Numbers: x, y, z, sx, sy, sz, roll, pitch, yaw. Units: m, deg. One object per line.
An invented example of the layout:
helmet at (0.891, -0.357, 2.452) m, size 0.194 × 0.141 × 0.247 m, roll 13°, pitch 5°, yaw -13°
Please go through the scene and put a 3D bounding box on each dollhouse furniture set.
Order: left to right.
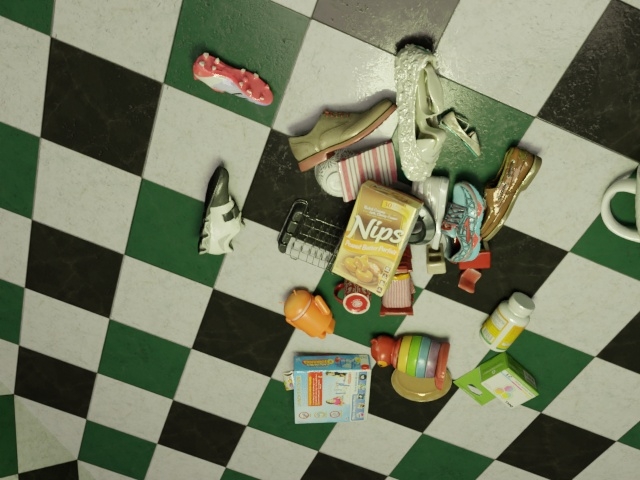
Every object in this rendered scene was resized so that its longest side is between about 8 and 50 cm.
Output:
dollhouse furniture set at (0.381, 0.129, 1.925) m, size 0.373 × 0.152 × 0.202 m, roll -3°, pitch 123°, yaw 10°

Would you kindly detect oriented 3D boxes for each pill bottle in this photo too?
pill bottle at (0.659, 0.284, 2.009) m, size 0.117 × 0.118 × 0.209 m, roll 21°, pitch 124°, yaw -6°

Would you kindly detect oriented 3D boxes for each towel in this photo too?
towel at (0.144, -0.213, 1.758) m, size 0.196 × 0.029 × 0.144 m, roll -22°, pitch 123°, yaw -14°

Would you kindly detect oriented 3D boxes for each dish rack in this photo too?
dish rack at (0.000, 0.000, 1.949) m, size 0.271 × 0.074 × 0.208 m, roll 22°, pitch 125°, yaw -8°

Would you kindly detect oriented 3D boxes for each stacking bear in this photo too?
stacking bear at (0.328, 0.432, 2.135) m, size 0.288 × 0.164 × 0.175 m, roll 10°, pitch 150°, yaw 14°

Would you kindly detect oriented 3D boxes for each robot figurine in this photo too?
robot figurine at (-0.043, 0.268, 2.097) m, size 0.219 × 0.128 × 0.158 m, roll 40°, pitch 163°, yaw -18°

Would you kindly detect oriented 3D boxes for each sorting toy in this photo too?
sorting toy at (-0.124, 0.577, 2.371) m, size 0.083 × 0.045 × 0.075 m, roll -15°, pitch 101°, yaw 17°

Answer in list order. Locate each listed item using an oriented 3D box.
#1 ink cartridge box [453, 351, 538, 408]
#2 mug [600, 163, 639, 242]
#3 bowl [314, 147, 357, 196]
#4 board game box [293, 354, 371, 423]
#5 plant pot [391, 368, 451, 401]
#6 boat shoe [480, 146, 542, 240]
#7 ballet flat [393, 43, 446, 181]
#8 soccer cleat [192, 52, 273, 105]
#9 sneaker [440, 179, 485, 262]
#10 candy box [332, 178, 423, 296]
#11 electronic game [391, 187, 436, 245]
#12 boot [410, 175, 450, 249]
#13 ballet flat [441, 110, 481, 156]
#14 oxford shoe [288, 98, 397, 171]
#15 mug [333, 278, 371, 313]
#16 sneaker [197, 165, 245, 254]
ink cartridge box at (0.675, 0.570, 2.208) m, size 0.188 × 0.097 × 0.255 m, roll 40°, pitch 119°, yaw -17°
mug at (1.015, -0.076, 1.655) m, size 0.373 × 0.276 × 0.328 m, roll 13°, pitch 139°, yaw 37°
bowl at (0.060, -0.199, 1.801) m, size 0.169 × 0.080 × 0.170 m, roll 4°, pitch 123°, yaw 6°
board game box at (0.044, 0.601, 2.299) m, size 0.301 × 0.086 × 0.309 m, roll -1°, pitch 124°, yaw -3°
plant pot at (0.402, 0.550, 2.275) m, size 0.236 × 0.032 × 0.237 m, roll 4°, pitch 123°, yaw 6°
boat shoe at (0.550, -0.146, 1.757) m, size 0.104 × 0.111 × 0.308 m, roll 24°, pitch 114°, yaw -3°
ballet flat at (0.288, -0.341, 1.612) m, size 0.146 × 0.147 × 0.409 m, roll -6°, pitch 119°, yaw 12°
soccer cleat at (-0.258, -0.463, 1.686) m, size 0.247 × 0.083 × 0.095 m, roll 24°, pitch 153°, yaw -14°
sneaker at (0.430, -0.052, 1.760) m, size 0.125 × 0.104 × 0.262 m, roll -13°, pitch 106°, yaw -30°
candy box at (0.172, -0.008, 1.761) m, size 0.182 × 0.087 × 0.317 m, roll 26°, pitch 118°, yaw 15°
electronic game at (0.265, -0.074, 1.819) m, size 0.229 × 0.048 × 0.229 m, roll 29°, pitch 148°, yaw 21°
boot at (0.340, -0.095, 1.835) m, size 0.123 × 0.095 × 0.259 m, roll 10°, pitch 122°, yaw 17°
ballet flat at (0.429, -0.315, 1.686) m, size 0.168 × 0.057 × 0.052 m, roll 39°, pitch 110°, yaw -17°
oxford shoe at (0.059, -0.337, 1.689) m, size 0.348 × 0.123 × 0.130 m, roll -29°, pitch 97°, yaw 15°
mug at (0.123, 0.179, 1.987) m, size 0.113 × 0.169 × 0.150 m, roll 28°, pitch 123°, yaw -11°
sneaker at (-0.319, -0.097, 1.918) m, size 0.146 × 0.123 × 0.331 m, roll 6°, pitch 125°, yaw -17°
